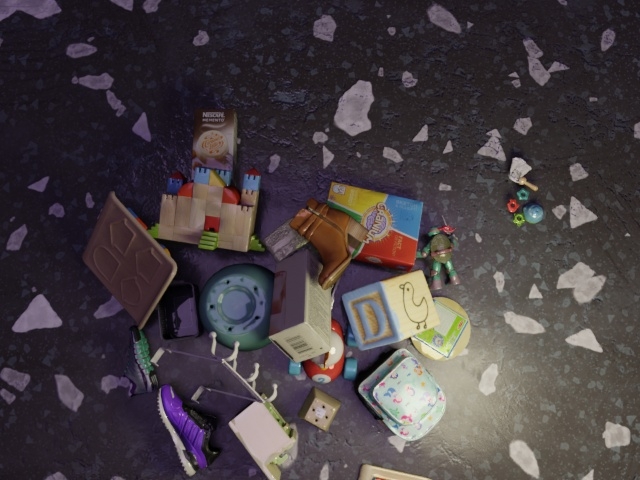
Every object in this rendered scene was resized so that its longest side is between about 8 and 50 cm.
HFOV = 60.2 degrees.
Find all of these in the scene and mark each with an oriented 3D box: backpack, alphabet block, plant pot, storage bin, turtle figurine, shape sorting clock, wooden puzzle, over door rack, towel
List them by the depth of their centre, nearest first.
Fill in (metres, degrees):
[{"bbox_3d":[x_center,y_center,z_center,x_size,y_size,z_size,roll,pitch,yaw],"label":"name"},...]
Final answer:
[{"bbox_3d":[-0.312,0.385,1.658,0.324,0.239,0.108,-10,40,31],"label":"over door rack"},{"bbox_3d":[0.217,0.215,1.714,0.197,0.193,0.192,-12,82,-41],"label":"alphabet block"},{"bbox_3d":[0.260,0.485,1.718,0.225,0.191,0.253,-39,91,-14],"label":"backpack"},{"bbox_3d":[-0.248,0.203,1.727,0.293,0.235,0.293,0,81,0],"label":"plant pot"},{"bbox_3d":[0.224,0.840,1.733,0.239,0.044,0.220,13,82,2],"label":"wooden puzzle"},{"bbox_3d":[-0.003,0.542,1.748,0.109,0.096,0.109,29,83,4],"label":"plant pot"},{"bbox_3d":[-0.597,0.062,1.748,0.348,0.080,0.322,48,126,13],"label":"wooden puzzle"},{"bbox_3d":[-0.456,0.232,1.796,0.122,0.084,0.180,-8,83,-2],"label":"storage bin"},{"bbox_3d":[0.392,0.290,1.817,0.206,0.040,0.206,1,78,-3],"label":"shape sorting clock"},{"bbox_3d":[0.384,0.039,1.822,0.175,0.118,0.234,-12,88,-2],"label":"turtle figurine"},{"bbox_3d":[-0.116,-0.003,1.862,0.148,0.027,0.110,-38,83,-6],"label":"towel"}]

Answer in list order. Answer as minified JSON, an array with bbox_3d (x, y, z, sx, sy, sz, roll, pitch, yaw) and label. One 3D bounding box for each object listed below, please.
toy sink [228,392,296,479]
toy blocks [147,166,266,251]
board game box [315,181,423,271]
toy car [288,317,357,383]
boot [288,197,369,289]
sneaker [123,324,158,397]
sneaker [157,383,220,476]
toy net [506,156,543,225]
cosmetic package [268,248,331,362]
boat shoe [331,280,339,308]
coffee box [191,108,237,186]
[{"bbox_3d":[-0.157,0.607,1.710,0.131,0.153,0.234,-38,83,-6],"label":"toy sink"},{"bbox_3d":[-0.351,-0.119,1.758,0.382,0.191,0.260,8,100,2],"label":"toy blocks"},{"bbox_3d":[0.164,-0.047,1.818,0.317,0.064,0.242,12,64,1],"label":"board game box"},{"bbox_3d":[0.011,0.349,1.700,0.219,0.238,0.210,5,88,0],"label":"toy car"},{"bbox_3d":[0.000,0.000,1.669,0.220,0.109,0.283,31,57,3],"label":"boot"},{"bbox_3d":[-0.601,0.389,1.775,0.098,0.083,0.223,-18,83,2],"label":"sneaker"},{"bbox_3d":[-0.404,0.574,1.745,0.146,0.102,0.293,-24,88,-8],"label":"sneaker"},{"bbox_3d":[0.681,-0.167,1.888,0.122,0.045,0.232,-14,80,-1],"label":"toy net"},{"bbox_3d":[-0.056,0.191,1.647,0.129,0.296,0.153,-24,126,21],"label":"cosmetic package"},{"bbox_3d":[0.027,0.133,1.816,0.069,0.081,0.227,17,84,-2],"label":"boat shoe"},{"bbox_3d":[-0.357,-0.313,1.869,0.141,0.098,0.246,0,82,-1],"label":"coffee box"}]
